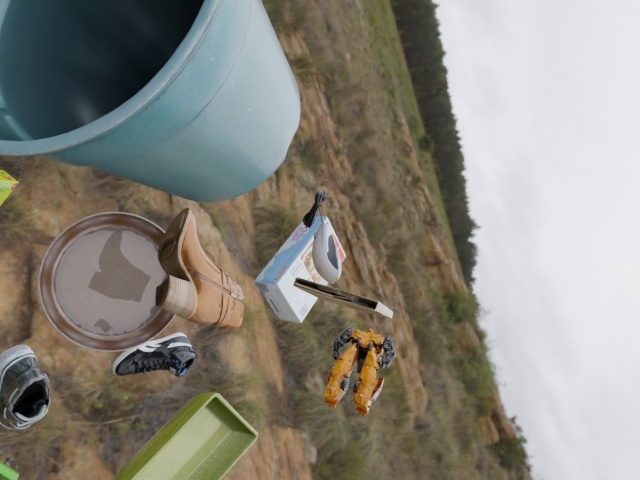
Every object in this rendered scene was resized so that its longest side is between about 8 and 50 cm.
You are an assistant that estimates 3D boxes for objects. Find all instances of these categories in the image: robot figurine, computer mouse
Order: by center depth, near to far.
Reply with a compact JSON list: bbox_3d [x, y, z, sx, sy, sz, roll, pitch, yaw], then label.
[{"bbox_3d":[0.000,0.000,1.109,0.106,0.042,0.193,-50,-134,51],"label":"computer mouse"},{"bbox_3d":[0.124,0.411,1.705,0.291,0.210,0.085,-62,154,-42],"label":"robot figurine"}]

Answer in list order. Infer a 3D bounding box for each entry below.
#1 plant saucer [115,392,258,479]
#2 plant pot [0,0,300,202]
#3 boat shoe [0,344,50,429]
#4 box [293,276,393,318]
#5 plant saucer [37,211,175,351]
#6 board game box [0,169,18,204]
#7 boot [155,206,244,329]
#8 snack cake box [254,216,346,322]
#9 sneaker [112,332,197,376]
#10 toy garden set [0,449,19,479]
[{"bbox_3d":[-0.197,0.315,0.766,0.045,0.188,0.188,32,-23,34],"label":"plant saucer"},{"bbox_3d":[-0.187,-0.205,0.604,0.334,0.340,0.342,35,41,-71],"label":"plant pot"},{"bbox_3d":[-0.719,0.389,1.265,0.119,0.121,0.335,46,-42,21],"label":"boat shoe"},{"bbox_3d":[0.052,0.117,1.036,0.201,0.164,0.021,42,64,-70],"label":"box"},{"bbox_3d":[-0.466,0.092,1.189,0.050,0.310,0.311,-4,-78,59],"label":"plant saucer"},{"bbox_3d":[-0.700,-0.061,1.053,0.043,0.181,0.092,39,0,-5],"label":"board game box"},{"bbox_3d":[-0.196,0.052,0.895,0.152,0.072,0.197,27,52,-38],"label":"boot"},{"bbox_3d":[-0.048,0.075,1.444,0.264,0.089,0.152,-53,130,-34],"label":"snack cake box"},{"bbox_3d":[-0.437,0.331,1.422,0.121,0.216,0.079,39,-47,35],"label":"sneaker"},{"bbox_3d":[-0.759,0.429,1.066,0.204,0.244,0.049,58,27,-31],"label":"toy garden set"}]
